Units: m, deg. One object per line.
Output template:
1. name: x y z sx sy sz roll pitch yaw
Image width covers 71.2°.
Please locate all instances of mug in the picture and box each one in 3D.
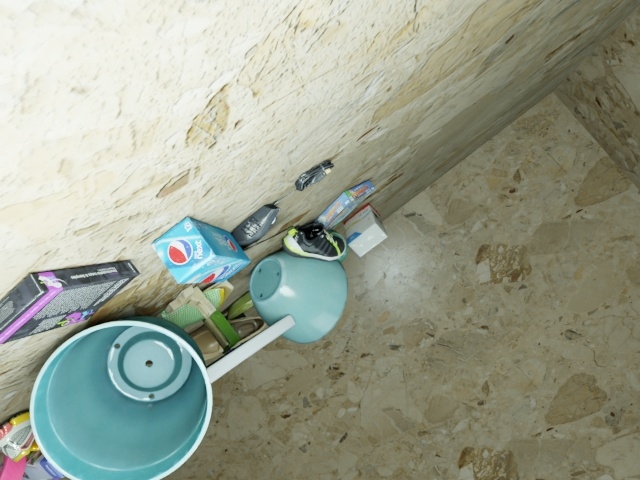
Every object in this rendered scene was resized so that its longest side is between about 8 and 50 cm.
1. mug: 0.031 0.017 1.613 0.130 0.157 0.097 4 143 -40

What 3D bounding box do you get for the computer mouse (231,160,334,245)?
1. computer mouse: -0.067 -0.064 0.840 0.242 0.041 0.071 -38 172 7

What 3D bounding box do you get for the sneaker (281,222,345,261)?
1. sneaker: 0.000 0.000 1.259 0.235 0.084 0.097 0 135 -45

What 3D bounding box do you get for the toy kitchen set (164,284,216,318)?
1. toy kitchen set: -0.287 0.148 1.007 0.068 0.075 0.083 -44 174 41

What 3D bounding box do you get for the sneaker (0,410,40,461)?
1. sneaker: -0.653 0.438 1.031 0.088 0.092 0.225 -38 177 2

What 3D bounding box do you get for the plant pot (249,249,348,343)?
1. plant pot: -0.094 0.141 1.312 0.290 0.290 0.195 -40 138 22

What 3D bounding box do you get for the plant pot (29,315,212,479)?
1. plant pot: -0.335 0.260 0.833 0.272 0.271 0.255 -36 -173 -8

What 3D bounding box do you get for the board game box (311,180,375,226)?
1. board game box: 0.057 -0.090 1.319 0.136 0.035 0.201 -30 170 -46

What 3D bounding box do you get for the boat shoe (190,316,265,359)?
1. boat shoe: -0.368 0.363 1.728 0.341 0.121 0.110 -18 169 -42

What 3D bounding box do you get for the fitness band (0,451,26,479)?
1. fitness band: -0.770 0.590 0.988 0.209 0.054 0.290 1 -124 45

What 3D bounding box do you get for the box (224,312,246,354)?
1. box: -0.386 0.438 2.029 0.103 0.184 0.261 -30 170 -35

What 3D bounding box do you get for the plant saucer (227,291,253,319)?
1. plant saucer: -0.281 0.234 1.797 0.241 0.037 0.241 -36 173 -5

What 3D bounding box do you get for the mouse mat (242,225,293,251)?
1. mouse mat: -0.148 0.016 0.921 0.153 0.007 0.190 -25 -175 23

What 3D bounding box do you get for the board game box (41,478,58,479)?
1. board game box: -0.680 0.535 1.254 0.208 0.056 0.347 -30 -167 -21

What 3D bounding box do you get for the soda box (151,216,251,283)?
1. soda box: -0.180 0.022 0.712 0.067 0.071 0.210 -37 173 1

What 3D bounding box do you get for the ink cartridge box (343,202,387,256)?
1. ink cartridge box: 0.166 -0.053 1.718 0.134 0.078 0.231 -39 -156 16

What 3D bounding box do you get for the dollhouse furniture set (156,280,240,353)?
1. dollhouse furniture set: -0.317 0.244 1.181 0.198 0.151 0.301 -33 172 -33

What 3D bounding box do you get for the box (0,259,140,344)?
1. box: -0.318 0.074 0.552 0.116 0.029 0.162 -38 172 13

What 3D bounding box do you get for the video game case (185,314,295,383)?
1. video game case: -0.255 0.321 1.148 0.300 0.036 0.329 -36 174 33

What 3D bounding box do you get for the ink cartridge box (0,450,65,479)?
1. ink cartridge box: -0.622 0.486 1.090 0.311 0.065 0.185 -19 -161 31

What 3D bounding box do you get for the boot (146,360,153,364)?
1. boot: -0.521 0.366 1.470 0.119 0.042 0.087 -28 179 -14
